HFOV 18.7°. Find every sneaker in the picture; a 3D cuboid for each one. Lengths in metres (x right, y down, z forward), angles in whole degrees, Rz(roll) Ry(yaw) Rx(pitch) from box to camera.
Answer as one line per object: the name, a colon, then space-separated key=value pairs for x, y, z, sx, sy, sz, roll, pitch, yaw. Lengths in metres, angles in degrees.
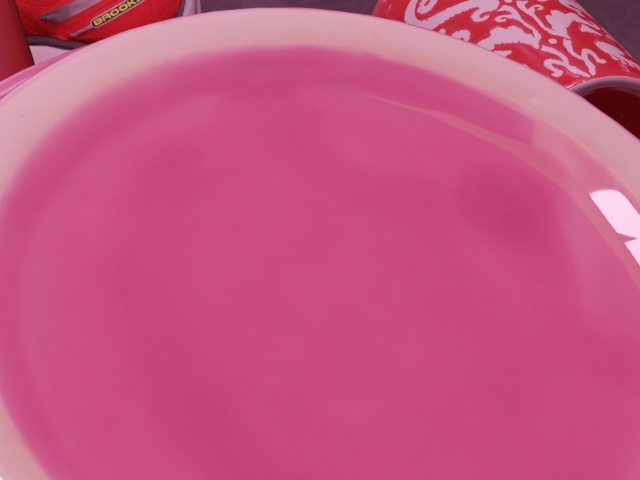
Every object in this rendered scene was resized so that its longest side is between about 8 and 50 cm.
sneaker: x=-0.206 y=-0.160 z=1.185 sx=0.279 sy=0.118 sz=0.107 roll=2 pitch=24 yaw=13

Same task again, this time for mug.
mug: x=0.119 y=-0.075 z=0.960 sx=0.150 sy=0.113 sz=0.169 roll=-12 pitch=29 yaw=-13

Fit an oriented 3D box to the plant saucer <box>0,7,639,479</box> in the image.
plant saucer: x=0.002 y=0.045 z=0.574 sx=0.332 sy=0.084 sz=0.332 roll=6 pitch=48 yaw=-7

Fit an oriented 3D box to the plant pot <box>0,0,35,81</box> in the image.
plant pot: x=-0.253 y=-0.085 z=0.879 sx=0.275 sy=0.243 sz=0.275 roll=-4 pitch=24 yaw=2
